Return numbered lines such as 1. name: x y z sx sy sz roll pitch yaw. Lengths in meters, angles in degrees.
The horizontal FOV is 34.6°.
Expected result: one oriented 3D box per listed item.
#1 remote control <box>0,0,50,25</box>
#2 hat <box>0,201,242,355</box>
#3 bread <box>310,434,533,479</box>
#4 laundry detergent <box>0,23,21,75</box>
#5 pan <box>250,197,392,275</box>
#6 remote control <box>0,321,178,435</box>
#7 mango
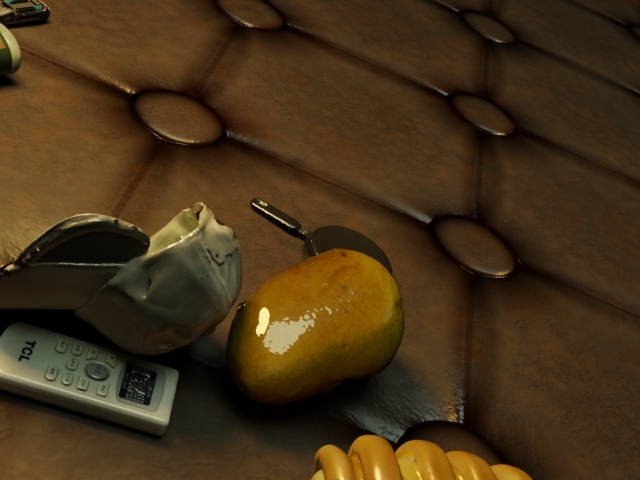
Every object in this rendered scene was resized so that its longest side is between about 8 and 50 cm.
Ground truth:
1. remote control: -0.509 -0.348 1.572 0.059 0.028 0.212 40 35 19
2. hat: -0.218 0.046 1.093 0.275 0.232 0.161 -5 86 -17
3. bread: 0.138 0.286 1.031 0.311 0.121 0.173 16 33 -17
4. laundry detergent: -0.522 -0.249 1.387 0.099 0.070 0.225 47 38 16
5. pan: 0.000 0.000 1.426 0.235 0.028 0.136 34 33 13
6. remote control: -0.243 0.141 1.061 0.190 0.029 0.087 19 33 -10
7. mango: -0.008 0.102 1.188 0.262 0.130 0.167 -22 60 -42
